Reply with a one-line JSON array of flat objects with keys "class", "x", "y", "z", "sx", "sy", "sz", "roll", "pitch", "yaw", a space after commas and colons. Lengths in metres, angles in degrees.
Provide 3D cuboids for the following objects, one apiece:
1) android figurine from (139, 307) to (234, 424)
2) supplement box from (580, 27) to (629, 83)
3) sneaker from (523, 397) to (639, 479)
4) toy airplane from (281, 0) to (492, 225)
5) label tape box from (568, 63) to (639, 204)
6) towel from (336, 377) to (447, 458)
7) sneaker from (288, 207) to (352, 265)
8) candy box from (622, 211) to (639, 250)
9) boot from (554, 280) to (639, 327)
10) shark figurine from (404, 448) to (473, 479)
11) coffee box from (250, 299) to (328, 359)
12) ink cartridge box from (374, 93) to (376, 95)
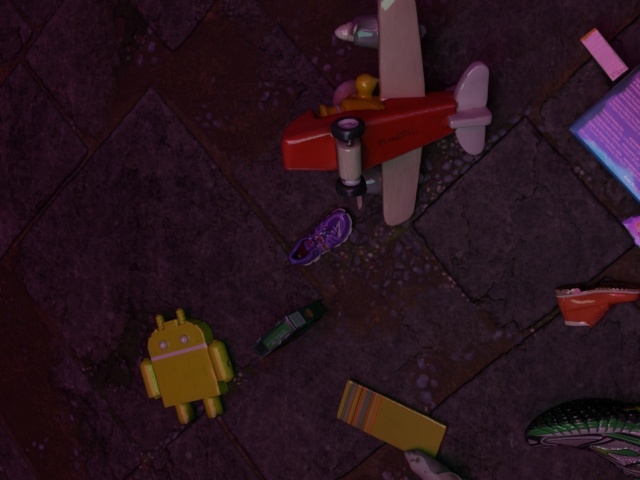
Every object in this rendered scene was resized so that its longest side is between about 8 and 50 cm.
[{"class": "android figurine", "x": -0.321, "y": 0.299, "z": 1.916, "sx": 0.248, "sy": 0.056, "sz": 0.273, "roll": -15, "pitch": 90, "yaw": 24}, {"class": "supplement box", "x": 0.524, "y": -0.339, "z": 1.477, "sx": 0.036, "sy": 0.062, "sz": 0.098, "roll": -38, "pitch": 79, "yaw": 21}, {"class": "sneaker", "x": 0.554, "y": 0.381, "z": 1.495, "sx": 0.343, "sy": 0.134, "sz": 0.146, "roll": -2, "pitch": 95, "yaw": 24}, {"class": "toy airplane", "x": 0.134, "y": -0.246, "z": 1.542, "sx": 0.386, "sy": 0.384, "sz": 0.272, "roll": -56, "pitch": 42, "yaw": 9}, {"class": "label tape box", "x": 0.649, "y": -0.224, "z": 1.409, "sx": 0.333, "sy": 0.106, "sz": 0.241, "roll": -44, "pitch": 79, "yaw": 21}, {"class": "towel", "x": 0.152, "y": 0.390, "z": 1.737, "sx": 0.237, "sy": 0.021, "sz": 0.102, "roll": 23, "pitch": 109, "yaw": 19}, {"class": "sneaker", "x": 0.000, "y": 0.000, "z": 1.736, "sx": 0.170, "sy": 0.071, "sz": 0.068, "roll": -44, "pitch": 77, "yaw": 20}, {"class": "candy box", "x": 0.631, "y": 0.010, "z": 1.335, "sx": 0.165, "sy": 0.070, "sz": 0.196, "roll": -33, "pitch": 76, "yaw": 23}, {"class": "boot", "x": 0.532, "y": 0.122, "z": 1.525, "sx": 0.158, "sy": 0.059, "sz": 0.085, "roll": -9, "pitch": 95, "yaw": 33}, {"class": "shark figurine", "x": 0.288, "y": 0.552, "z": 1.648, "sx": 0.166, "sy": 0.116, "sz": 0.278, "roll": -28, "pitch": 78, "yaw": 51}, {"class": "coffee box", "x": -0.063, "y": 0.188, "z": 1.721, "sx": 0.113, "sy": 0.184, "sz": 0.040, "roll": -42, "pitch": 81, "yaw": 20}, {"class": "ink cartridge box", "x": 0.097, "y": -0.265, "z": 1.680, "sx": 0.028, "sy": 0.048, "sz": 0.083, "roll": 38, "pitch": 109, "yaw": 15}]
